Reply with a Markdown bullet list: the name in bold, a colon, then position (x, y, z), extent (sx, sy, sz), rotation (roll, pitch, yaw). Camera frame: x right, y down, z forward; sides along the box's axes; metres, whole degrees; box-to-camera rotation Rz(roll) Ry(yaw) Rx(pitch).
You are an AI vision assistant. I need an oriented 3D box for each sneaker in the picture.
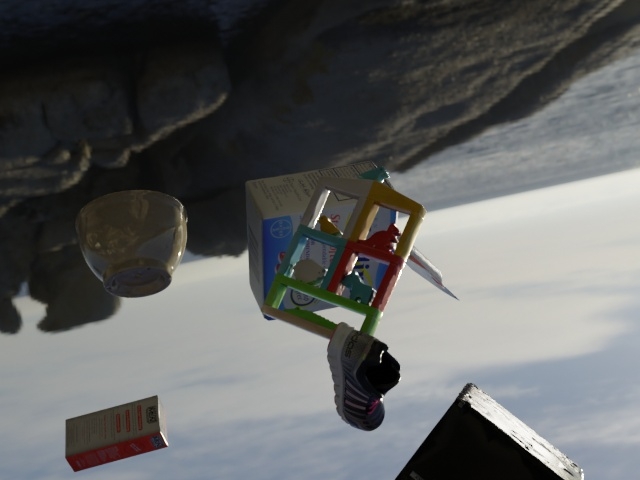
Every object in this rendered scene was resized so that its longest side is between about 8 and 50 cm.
- **sneaker**: position (0.059, 0.170, 1.032), extent (0.074, 0.170, 0.063), rotation (14, -135, 32)

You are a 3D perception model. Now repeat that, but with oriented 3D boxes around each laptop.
- **laptop**: position (0.268, 0.357, 1.347), extent (0.137, 0.234, 0.264), rotation (-54, 168, 10)

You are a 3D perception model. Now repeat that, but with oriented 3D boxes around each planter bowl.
- **planter bowl**: position (-0.269, 0.016, 1.272), extent (0.162, 0.109, 0.162), rotation (-9, 151, -5)

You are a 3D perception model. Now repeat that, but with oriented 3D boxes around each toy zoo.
- **toy zoo**: position (0.044, 0.013, 1.404), extent (0.192, 0.293, 0.030), rotation (19, 168, 28)

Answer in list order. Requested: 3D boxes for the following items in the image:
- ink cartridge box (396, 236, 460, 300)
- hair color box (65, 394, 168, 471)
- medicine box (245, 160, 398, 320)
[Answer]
- **ink cartridge box**: position (0.231, 0.051, 1.966), extent (0.145, 0.045, 0.179), rotation (41, 175, -39)
- **hair color box**: position (-0.299, 0.283, 1.291), extent (0.141, 0.043, 0.072), rotation (-15, -137, -2)
- **medicine box**: position (0.000, 0.000, 1.838), extent (0.289, 0.264, 0.149), rotation (-10, -144, -15)
